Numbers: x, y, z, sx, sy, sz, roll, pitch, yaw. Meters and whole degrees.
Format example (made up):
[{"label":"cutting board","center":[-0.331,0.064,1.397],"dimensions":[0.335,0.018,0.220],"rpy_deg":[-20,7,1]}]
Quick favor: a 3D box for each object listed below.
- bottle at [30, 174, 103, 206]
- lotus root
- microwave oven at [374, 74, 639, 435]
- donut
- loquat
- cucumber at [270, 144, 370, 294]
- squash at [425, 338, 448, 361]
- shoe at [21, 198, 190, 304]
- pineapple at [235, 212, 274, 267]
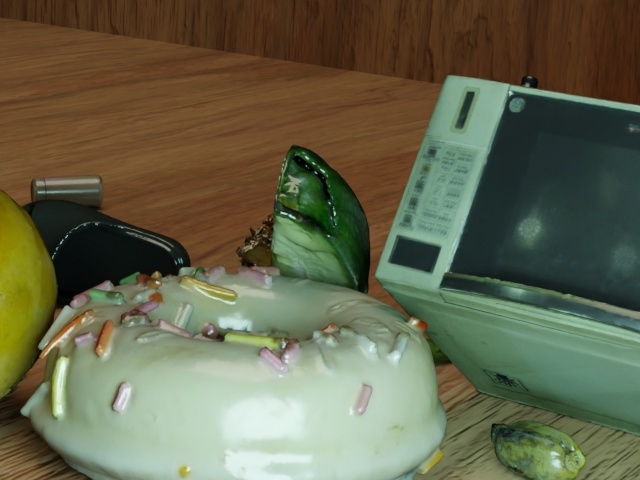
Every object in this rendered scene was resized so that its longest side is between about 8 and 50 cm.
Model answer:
[{"label":"bottle","center":[-0.350,-0.068,2.481],"dimensions":[0.096,0.045,0.045],"rpy_deg":[-1,15,-17]},{"label":"lotus root","center":[0.189,0.187,1.590],"dimensions":[0.054,0.049,0.099],"rpy_deg":[-19,26,-39]},{"label":"microwave oven","center":[0.303,0.021,1.632],"dimensions":[0.394,0.247,0.333],"rpy_deg":[13,-18,32]},{"label":"donut","center":[-0.070,0.120,1.606],"dimensions":[0.382,0.142,0.382],"rpy_deg":[4,13,-1]},{"label":"loquat","center":[-0.352,0.051,1.622],"dimensions":[0.235,0.235,0.235],"rpy_deg":[4,14,-1]},{"label":"cucumber","center":[0.002,-0.002,1.780],"dimensions":[0.105,0.145,0.325],"rpy_deg":[10,-21,4]},{"label":"squash","center":[0.131,0.114,1.913],"dimensions":[0.083,0.027,0.027],"rpy_deg":[-11,20,-41]},{"label":"shoe","center":[-0.268,0.020,2.021],"dimensions":[0.241,0.108,0.093],"rpy_deg":[12,12,18]},{"label":"pineapple","center":[-0.064,0.011,2.238],"dimensions":[0.114,0.077,0.114],"rpy_deg":[-30,-1,44]}]
